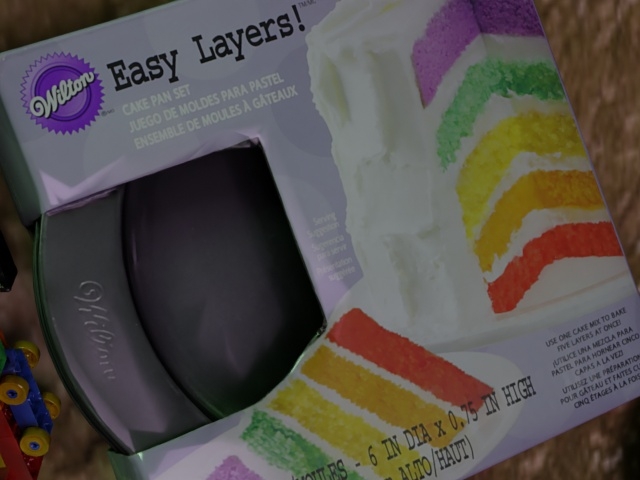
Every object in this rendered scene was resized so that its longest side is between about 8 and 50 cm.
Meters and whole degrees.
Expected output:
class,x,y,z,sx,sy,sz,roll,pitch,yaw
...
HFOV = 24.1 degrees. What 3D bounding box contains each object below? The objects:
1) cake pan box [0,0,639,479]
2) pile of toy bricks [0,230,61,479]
class,x,y,z,sx,sy,sz,roll,pitch,yaw
cake pan box,0.000,0.000,0.679,0.267,0.070,0.245,-19,90,-20
pile of toy bricks,-0.192,0.039,0.629,0.105,0.118,0.212,-9,123,10
